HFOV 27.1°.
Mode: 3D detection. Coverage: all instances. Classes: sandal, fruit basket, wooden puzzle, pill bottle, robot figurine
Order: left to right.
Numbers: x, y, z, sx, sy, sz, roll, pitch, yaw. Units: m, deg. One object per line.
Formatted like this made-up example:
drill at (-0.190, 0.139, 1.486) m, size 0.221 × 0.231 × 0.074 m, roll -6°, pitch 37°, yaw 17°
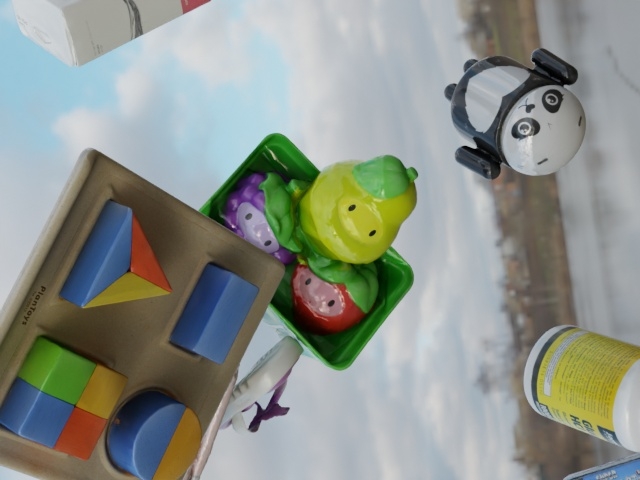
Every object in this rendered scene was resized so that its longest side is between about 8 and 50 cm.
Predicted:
wooden puzzle at (-0.188, 0.115, 1.379) m, size 0.348 × 0.081 × 0.322 m, roll 34°, pitch -101°, yaw -48°
sandal at (-0.107, 0.281, 2.328) m, size 0.102 × 0.169 × 0.416 m, roll 44°, pitch 160°, yaw 2°
fruit basket at (0.000, 0.000, 2.200) m, size 0.283 × 0.392 × 0.392 m, roll -50°, pitch -37°, yaw -27°
robot figurine at (0.341, -0.226, 2.347) m, size 0.278 × 0.174 × 0.209 m, roll 40°, pitch 131°, yaw 47°
pill bottle at (0.554, 0.281, 2.454) m, size 0.334 × 0.188 × 0.187 m, roll 17°, pitch 126°, yaw 52°

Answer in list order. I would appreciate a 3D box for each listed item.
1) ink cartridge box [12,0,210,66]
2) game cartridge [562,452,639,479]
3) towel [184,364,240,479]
ink cartridge box at (-0.365, -0.433, 2.283) m, size 0.207 × 0.283 × 0.117 m, roll 35°, pitch 146°, yaw 41°
game cartridge at (0.443, 0.381, 1.687) m, size 0.068 × 0.355 × 0.230 m, roll -16°, pitch -101°, yaw -41°
towel at (-0.211, 0.259, 2.214) m, size 0.332 × 0.053 × 0.316 m, roll -119°, pitch 45°, yaw -66°
